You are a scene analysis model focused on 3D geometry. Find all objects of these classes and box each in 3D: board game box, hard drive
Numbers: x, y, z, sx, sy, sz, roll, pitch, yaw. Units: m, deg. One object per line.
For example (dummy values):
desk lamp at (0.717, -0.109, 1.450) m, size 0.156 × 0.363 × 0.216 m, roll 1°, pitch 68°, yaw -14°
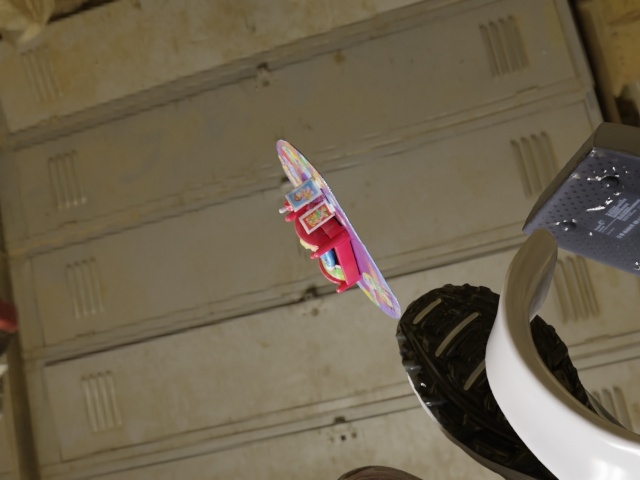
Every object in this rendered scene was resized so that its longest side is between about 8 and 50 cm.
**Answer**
board game box at (0.000, 0.000, 0.666) m, size 0.033 × 0.168 × 0.133 m, roll -34°, pitch -164°, yaw -8°
hard drive at (0.337, -0.021, 0.779) m, size 0.255 × 0.054 × 0.172 m, roll 18°, pitch 151°, yaw -2°

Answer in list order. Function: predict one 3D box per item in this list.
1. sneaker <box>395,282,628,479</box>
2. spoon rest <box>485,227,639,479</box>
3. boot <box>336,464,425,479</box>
sneaker at (0.154, 0.137, 0.556) m, size 0.100 × 0.271 × 0.108 m, roll -42°, pitch 158°, yaw -13°
spoon rest at (0.174, 0.096, 0.315) m, size 0.084 × 0.276 × 0.137 m, roll -35°, pitch 143°, yaw -33°
boot at (0.166, 0.281, 0.562) m, size 0.377 × 0.138 × 0.284 m, roll 25°, pitch 178°, yaw 6°
